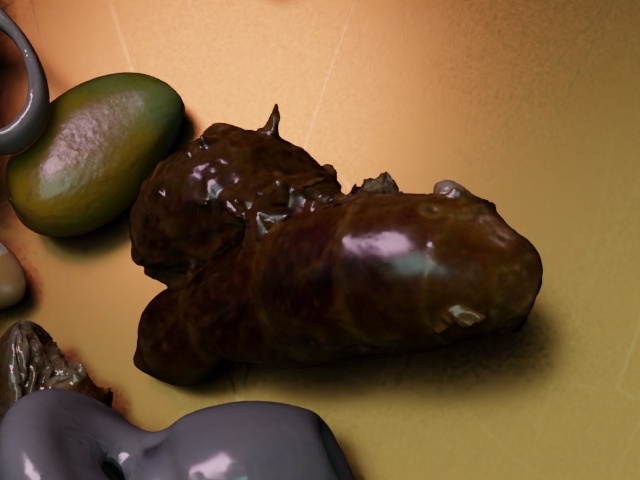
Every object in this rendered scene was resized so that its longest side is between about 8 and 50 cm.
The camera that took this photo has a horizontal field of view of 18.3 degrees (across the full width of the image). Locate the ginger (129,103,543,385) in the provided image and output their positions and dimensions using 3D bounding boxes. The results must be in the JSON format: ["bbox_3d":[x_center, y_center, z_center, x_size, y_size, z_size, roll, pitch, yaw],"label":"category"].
[{"bbox_3d":[0.000,0.000,1.770,0.418,0.176,0.254,-4,89,34],"label":"ginger"}]

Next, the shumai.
[{"bbox_3d":[-0.251,0.152,1.862,0.116,0.145,0.145,4,77,-12],"label":"shumai"}]

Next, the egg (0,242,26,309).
[{"bbox_3d":[-0.322,0.033,1.912,0.083,0.071,0.071,16,81,11],"label":"egg"}]

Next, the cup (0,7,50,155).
[{"bbox_3d":[-0.393,-0.179,1.894,0.301,0.227,0.257,7,73,15],"label":"cup"}]

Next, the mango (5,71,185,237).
[{"bbox_3d":[-0.216,-0.086,1.909,0.195,0.092,0.130,-34,72,-4],"label":"mango"}]

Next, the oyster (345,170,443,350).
[{"bbox_3d":[0.070,0.025,1.854,0.105,0.056,0.177,-40,73,11],"label":"oyster"}]

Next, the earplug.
[{"bbox_3d":[-0.128,0.216,1.737,0.326,0.175,0.214,7,39,-20],"label":"earplug"}]
